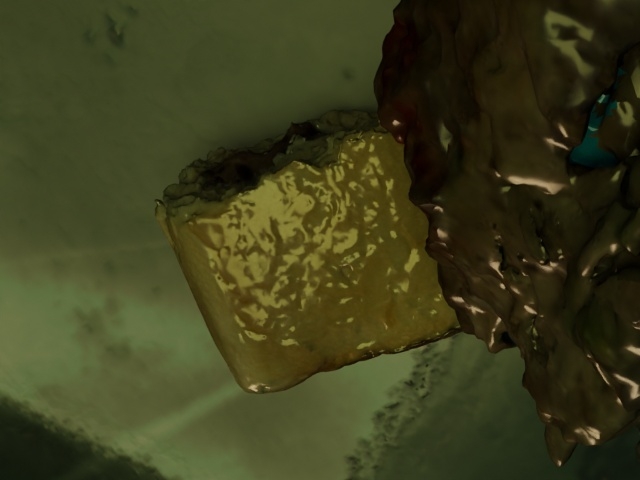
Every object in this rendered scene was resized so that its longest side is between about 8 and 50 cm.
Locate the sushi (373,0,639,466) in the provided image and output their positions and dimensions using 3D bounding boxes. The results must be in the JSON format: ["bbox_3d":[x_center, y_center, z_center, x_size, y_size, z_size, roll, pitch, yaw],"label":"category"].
[{"bbox_3d":[0.123,-0.025,0.412,0.219,0.225,0.238,7,108,5],"label":"sushi"}]

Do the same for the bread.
[{"bbox_3d":[0.001,0.000,0.547,0.125,0.082,0.106,-19,112,4],"label":"bread"}]
